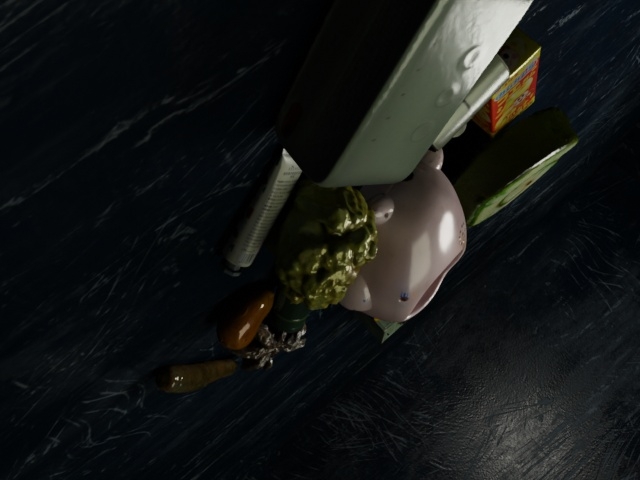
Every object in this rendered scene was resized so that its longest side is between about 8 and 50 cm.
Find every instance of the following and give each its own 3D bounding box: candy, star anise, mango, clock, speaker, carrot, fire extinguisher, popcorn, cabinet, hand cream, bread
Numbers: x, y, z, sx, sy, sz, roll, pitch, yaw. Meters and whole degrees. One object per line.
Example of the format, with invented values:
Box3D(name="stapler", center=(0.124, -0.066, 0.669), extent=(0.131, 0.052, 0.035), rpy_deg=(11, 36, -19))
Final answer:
Box3D(name="candy", center=(0.408, -0.348, 1.475), extent=(0.146, 0.088, 0.276), rpy_deg=(-42, 160, 1))
Box3D(name="star anise", center=(-0.130, 0.260, 1.700), extent=(0.212, 0.073, 0.197), rpy_deg=(-33, 140, -6))
Box3D(name="mango", center=(-0.168, 0.163, 1.441), extent=(0.159, 0.084, 0.105), rpy_deg=(-59, 168, -22))
Box3D(name="clock", center=(0.181, -0.004, 1.466), extent=(0.368, 0.251, 0.376), rpy_deg=(-42, 154, -30))
Box3D(name="speaker", center=(0.103, -0.259, 0.935), extent=(0.184, 0.183, 0.406), rpy_deg=(-15, 147, -44))
Box3D(name="carrot", center=(-0.283, 0.322, 1.578), extent=(0.070, 0.070, 0.342), rpy_deg=(-47, 162, 11))
Box3D(name="fire extinguisher", center=(-0.046, 0.078, 1.465), extent=(0.118, 0.093, 0.294), rpy_deg=(-88, -167, -49))
Box3D(name="popcorn", center=(0.000, 0.000, 1.214), extent=(0.195, 0.256, 0.255), rpy_deg=(10, 168, -18))
Box3D(name="cabinet", center=(0.241, 0.220, 2.254), extent=(0.206, 0.150, 0.145), rpy_deg=(-38, 160, -16))
Box3D(name="hand cream", center=(-0.101, -0.053, 1.162), extent=(0.095, 0.059, 0.276), rpy_deg=(-13, 140, -59))
Box3D(name="bread", center=(0.494, -0.193, 1.726), extent=(0.382, 0.129, 0.366), rpy_deg=(-39, 168, 13))

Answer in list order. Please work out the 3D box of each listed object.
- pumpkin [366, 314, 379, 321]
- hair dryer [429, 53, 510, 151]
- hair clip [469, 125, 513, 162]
Box3D(name="pumpkin", center=(0.208, 0.121, 2.011), extent=(0.222, 0.139, 0.317), rpy_deg=(-36, 157, -11))
Box3D(name="hair dryer", center=(0.270, -0.271, 1.349), extent=(0.203, 0.128, 0.362), rpy_deg=(-47, 168, 7))
Box3D(name="hair clip", center=(0.538, -0.252, 1.956), extent=(0.173, 0.069, 0.300), rpy_deg=(-47, 160, 17))
